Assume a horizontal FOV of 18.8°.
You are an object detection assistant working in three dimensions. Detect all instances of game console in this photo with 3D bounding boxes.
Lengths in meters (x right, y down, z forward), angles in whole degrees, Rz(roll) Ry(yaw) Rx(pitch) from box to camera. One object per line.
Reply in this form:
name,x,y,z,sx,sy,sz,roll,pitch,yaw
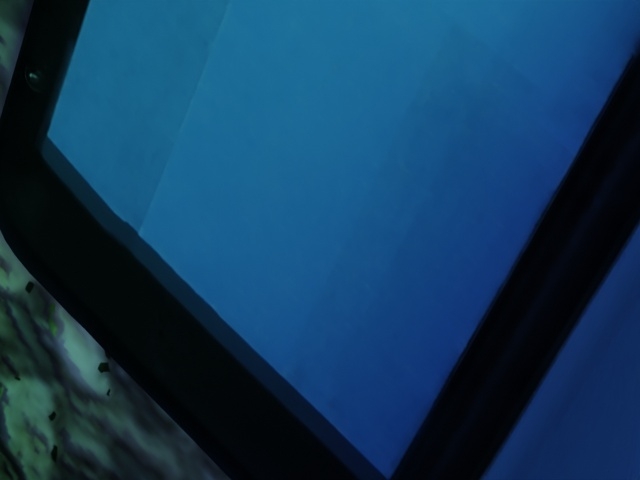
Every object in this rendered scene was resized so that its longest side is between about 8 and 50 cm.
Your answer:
game console,0.000,0.000,0.378,0.173,0.250,0.293,22,131,-3
